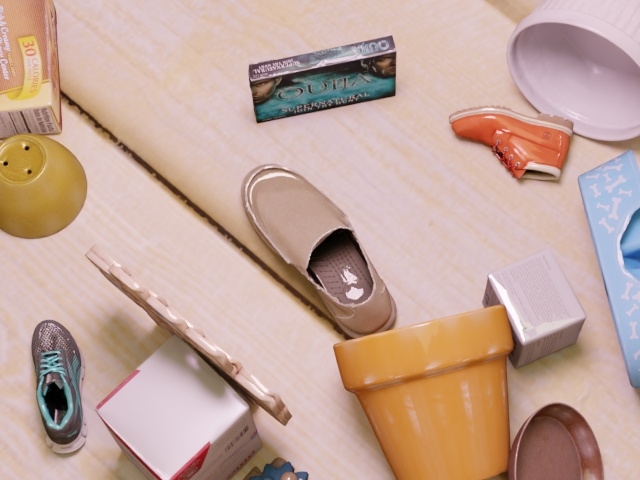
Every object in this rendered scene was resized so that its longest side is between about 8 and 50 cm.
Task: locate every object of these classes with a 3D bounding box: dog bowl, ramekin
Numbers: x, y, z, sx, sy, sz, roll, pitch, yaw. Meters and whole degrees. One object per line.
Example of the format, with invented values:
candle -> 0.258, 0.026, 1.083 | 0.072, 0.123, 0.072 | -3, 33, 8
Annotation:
dog bowl -> 0.372, 0.040, 1.903 | 0.074, 0.166, 0.297 | -15, 69, 8
ramekin -> 0.345, -0.233, 1.986 | 0.207, 0.207, 0.109 | 29, 62, 12

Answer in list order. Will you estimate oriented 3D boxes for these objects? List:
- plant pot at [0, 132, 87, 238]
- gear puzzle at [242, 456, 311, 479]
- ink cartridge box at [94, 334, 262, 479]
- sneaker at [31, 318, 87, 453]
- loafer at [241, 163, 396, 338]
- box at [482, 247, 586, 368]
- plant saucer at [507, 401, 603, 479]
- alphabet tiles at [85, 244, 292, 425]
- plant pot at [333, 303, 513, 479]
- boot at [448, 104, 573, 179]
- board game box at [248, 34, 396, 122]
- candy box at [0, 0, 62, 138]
plant pot -> -0.366, -0.081, 2.003 | 0.134, 0.095, 0.134 | 0, 69, 1
gear puzzle -> -0.107, 0.404, 1.816 | 0.175, 0.044, 0.339 | 35, 74, 27
ink cartridge box -> -0.159, 0.217, 1.839 | 0.127, 0.176, 0.128 | 42, 75, 18
sneaker -> -0.314, 0.167, 1.916 | 0.065, 0.076, 0.166 | -14, 69, -4
loafer -> 0.000, 0.000, 1.961 | 0.102, 0.092, 0.268 | -38, 73, -12
box -> 0.255, 0.082, 1.916 | 0.087, 0.101, 0.102 | -22, 70, -7
plant saucer -> 0.266, 0.270, 1.835 | 0.029, 0.168, 0.168 | -8, 61, 44
alphabet tiles -> -0.148, 0.109, 1.825 | 0.284, 0.278, 0.021 | 38, 82, 15
plant pot -> 0.134, 0.187, 1.841 | 0.205, 0.205, 0.188 | -13, 86, -3
boot -> 0.236, -0.122, 2.022 | 0.158, 0.059, 0.085 | 10, 77, 7
board game box -> 0.004, -0.202, 2.021 | 0.186, 0.126, 0.026 | -12, 69, -2
candy box -> -0.499, -0.221, 2.065 | 0.316, 0.087, 0.183 | -6, 69, 0
